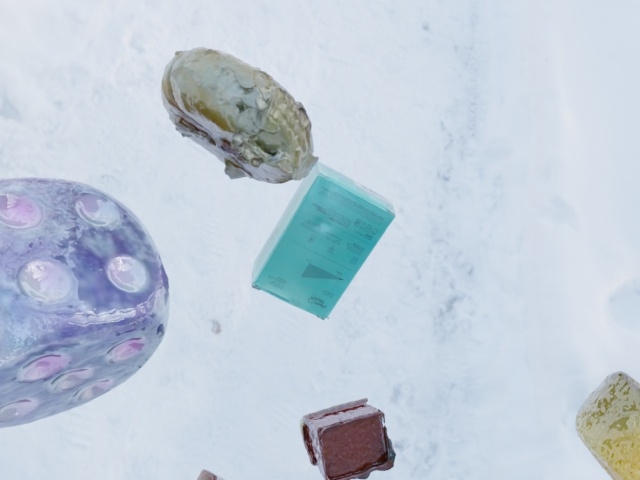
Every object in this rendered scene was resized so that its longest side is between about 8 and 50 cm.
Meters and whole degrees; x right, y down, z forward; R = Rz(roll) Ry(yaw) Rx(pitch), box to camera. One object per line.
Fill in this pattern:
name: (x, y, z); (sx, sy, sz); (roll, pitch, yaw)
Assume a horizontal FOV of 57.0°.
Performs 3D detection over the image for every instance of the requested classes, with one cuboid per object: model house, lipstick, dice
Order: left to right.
dice: (-0.406, 0.087, 0.855); (0.271, 0.270, 0.270); (-3, 54, -51)
lipstick: (-0.267, 0.595, 1.446); (0.045, 0.145, 0.045); (22, 66, 12)
model house: (0.060, 0.524, 1.606); (0.196, 0.254, 0.160); (-11, 96, -17)

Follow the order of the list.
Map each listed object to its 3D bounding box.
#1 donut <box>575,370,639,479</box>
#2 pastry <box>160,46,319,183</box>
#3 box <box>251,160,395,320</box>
donut: (0.434, 0.301, 0.736); (0.110, 0.303, 0.303); (-41, 77, 7)
pastry: (-0.128, -0.173, 0.867); (0.236, 0.257, 0.121); (24, 78, 34)
box: (0.000, 0.000, 1.342); (0.205, 0.311, 0.118); (27, 19, -14)
